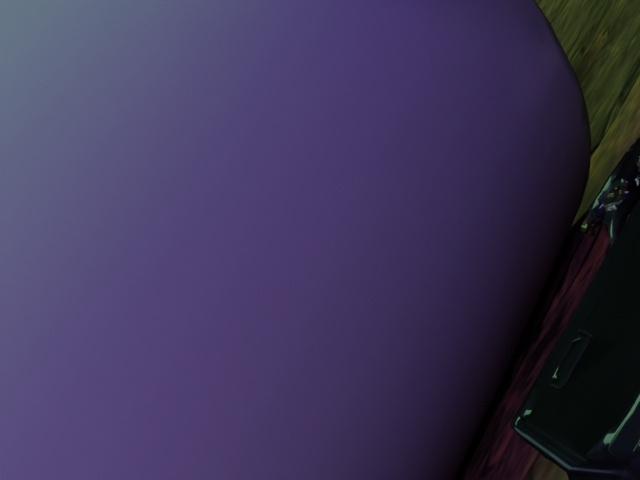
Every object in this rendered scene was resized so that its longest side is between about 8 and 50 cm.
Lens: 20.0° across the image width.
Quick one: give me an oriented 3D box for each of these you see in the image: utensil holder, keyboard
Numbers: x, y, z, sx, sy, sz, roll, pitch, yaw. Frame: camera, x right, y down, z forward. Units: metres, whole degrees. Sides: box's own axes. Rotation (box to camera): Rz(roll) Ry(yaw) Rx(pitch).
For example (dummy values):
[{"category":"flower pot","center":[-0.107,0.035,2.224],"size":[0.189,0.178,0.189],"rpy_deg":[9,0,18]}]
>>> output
[{"category":"utensil holder","center":[-0.102,0.059,0.711],"size":[0.385,0.328,0.327],"rpy_deg":[-58,1,-31]},{"category":"keyboard","center":[0.145,-0.073,0.509],"size":[0.317,0.033,0.201],"rpy_deg":[-59,3,-1]}]
